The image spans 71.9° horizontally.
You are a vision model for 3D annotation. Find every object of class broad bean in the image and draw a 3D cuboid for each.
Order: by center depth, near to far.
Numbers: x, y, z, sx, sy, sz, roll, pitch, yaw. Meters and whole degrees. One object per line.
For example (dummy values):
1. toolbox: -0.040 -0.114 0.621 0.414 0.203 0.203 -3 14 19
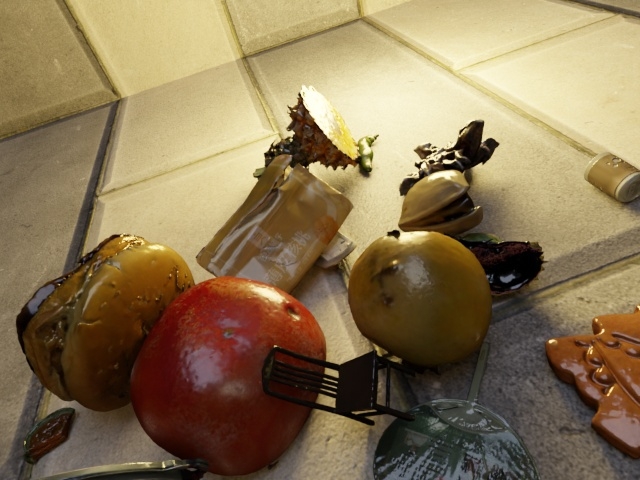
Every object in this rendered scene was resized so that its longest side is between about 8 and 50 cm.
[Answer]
1. broad bean: 0.131 -0.262 1.287 0.061 0.046 0.195 -4 40 20

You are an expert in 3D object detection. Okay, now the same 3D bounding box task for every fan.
1. fan: 0.226 0.300 0.633 0.295 0.012 0.223 -34 42 -17

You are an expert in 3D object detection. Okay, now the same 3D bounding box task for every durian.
1. durian: 0.321 0.045 0.849 0.187 0.118 0.108 4 5 8

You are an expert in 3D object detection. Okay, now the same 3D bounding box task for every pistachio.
1. pistachio: 0.244 -0.066 0.907 0.153 0.137 0.238 -39 4 -17

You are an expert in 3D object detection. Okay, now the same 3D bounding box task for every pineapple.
1. pineapple: -0.062 -0.242 1.229 0.272 0.262 0.262 -34 33 26

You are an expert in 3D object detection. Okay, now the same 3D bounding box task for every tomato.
1. tomato: -0.141 0.183 0.710 0.339 0.143 0.338 7 49 -8

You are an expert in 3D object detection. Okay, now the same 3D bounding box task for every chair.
1. chair: 0.029 0.204 0.641 0.102 0.213 0.084 -33 39 43

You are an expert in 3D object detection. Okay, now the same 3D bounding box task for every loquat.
1. loquat: 0.163 0.101 0.733 0.244 0.243 0.243 -10 40 9

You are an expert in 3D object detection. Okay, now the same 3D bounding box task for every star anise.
1. star anise: 0.298 -0.187 1.058 0.283 0.129 0.212 -34 8 -4

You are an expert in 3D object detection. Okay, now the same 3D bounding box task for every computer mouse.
1. computer mouse: 0.001 0.001 1.029 0.102 0.044 0.199 -39 41 -16

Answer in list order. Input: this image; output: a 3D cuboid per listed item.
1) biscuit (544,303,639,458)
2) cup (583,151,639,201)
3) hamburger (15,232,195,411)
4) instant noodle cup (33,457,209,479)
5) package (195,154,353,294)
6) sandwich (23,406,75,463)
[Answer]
1. biscuit: 0.506 0.183 0.641 0.306 0.043 0.284 -36 43 -21
2. cup: 0.638 -0.128 0.944 0.074 0.102 0.099 -51 36 21
3. hamburger: -0.369 0.147 0.812 0.175 0.284 0.304 15 49 16
4. instant noodle cup: -0.279 0.405 0.539 0.303 0.258 0.181 -24 54 11
5. package: -0.111 -0.024 0.963 0.222 0.165 0.311 19 64 42
6. sandwich: -0.503 0.355 0.822 0.101 0.026 0.069 -36 42 -22
